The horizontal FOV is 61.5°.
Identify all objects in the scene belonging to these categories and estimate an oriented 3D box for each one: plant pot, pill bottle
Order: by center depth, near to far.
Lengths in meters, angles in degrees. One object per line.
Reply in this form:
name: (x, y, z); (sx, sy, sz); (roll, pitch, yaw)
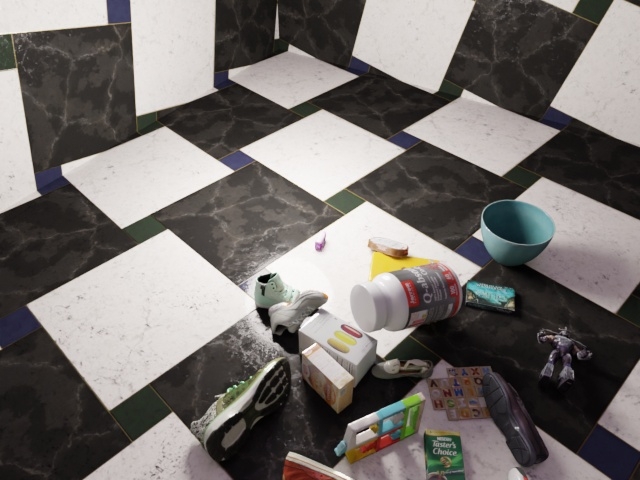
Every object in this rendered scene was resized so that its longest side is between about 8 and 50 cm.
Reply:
pill bottle: (0.302, 0.206, 1.906); (0.362, 0.210, 0.210); (-9, 42, -27)
plant pot: (0.806, -0.006, 2.261); (0.290, 0.195, 0.290); (0, 41, 0)

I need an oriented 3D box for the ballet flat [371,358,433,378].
ballet flat: (0.284, 0.435, 1.860); (0.213, 0.068, 0.072); (0, 42, 1)

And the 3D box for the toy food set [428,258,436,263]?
toy food set: (0.401, 0.156, 2.135); (0.192, 0.039, 0.132); (-26, 42, -17)

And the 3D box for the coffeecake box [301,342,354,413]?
coffeecake box: (0.021, 0.454, 1.781); (0.068, 0.142, 0.185); (-30, 49, -30)

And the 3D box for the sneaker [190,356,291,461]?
sneaker: (-0.260, 0.505, 1.739); (0.182, 0.158, 0.410); (11, 35, 38)

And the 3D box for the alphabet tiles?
alphabet tiles: (0.487, 0.513, 1.819); (0.237, 0.009, 0.198); (-2, 42, -3)

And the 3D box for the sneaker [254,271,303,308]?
sneaker: (-0.130, 0.196, 2.063); (0.255, 0.151, 0.094); (3, 40, 2)

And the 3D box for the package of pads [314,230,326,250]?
package of pads: (0.000, 0.000, 2.358); (0.032, 0.050, 0.083); (12, 42, 13)

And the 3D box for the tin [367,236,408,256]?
tin: (0.288, 0.026, 2.300); (0.189, 0.040, 0.106); (18, 26, 36)

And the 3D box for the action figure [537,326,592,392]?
action figure: (0.845, 0.401, 1.884); (0.185, 0.099, 0.285); (14, 40, 22)

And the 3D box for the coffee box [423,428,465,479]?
coffee box: (0.372, 0.665, 1.624); (0.113, 0.040, 0.184); (4, 42, 5)

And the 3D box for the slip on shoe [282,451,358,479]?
slip on shoe: (0.041, 0.710, 1.531); (0.331, 0.123, 0.101); (16, 67, 17)

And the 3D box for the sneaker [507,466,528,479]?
sneaker: (0.506, 0.752, 1.491); (0.145, 0.090, 0.270); (7, 45, 3)

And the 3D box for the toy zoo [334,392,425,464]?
toy zoo: (0.174, 0.573, 1.613); (0.293, 0.192, 0.030); (-18, 44, -19)

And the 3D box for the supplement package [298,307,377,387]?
supplement package: (0.060, 0.371, 1.880); (0.244, 0.134, 0.139); (26, 48, 26)

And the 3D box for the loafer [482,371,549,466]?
loafer: (0.613, 0.559, 1.706); (0.095, 0.109, 0.303); (1, 50, -24)

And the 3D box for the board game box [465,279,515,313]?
board game box: (0.671, 0.222, 2.132); (0.186, 0.026, 0.126); (10, 42, 10)

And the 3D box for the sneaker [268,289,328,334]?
sneaker: (-0.077, 0.273, 1.971); (0.262, 0.099, 0.121); (-28, 48, 28)

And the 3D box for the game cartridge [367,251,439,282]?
game cartridge: (0.330, 0.186, 2.159); (0.285, 0.053, 0.324); (8, 45, 8)
